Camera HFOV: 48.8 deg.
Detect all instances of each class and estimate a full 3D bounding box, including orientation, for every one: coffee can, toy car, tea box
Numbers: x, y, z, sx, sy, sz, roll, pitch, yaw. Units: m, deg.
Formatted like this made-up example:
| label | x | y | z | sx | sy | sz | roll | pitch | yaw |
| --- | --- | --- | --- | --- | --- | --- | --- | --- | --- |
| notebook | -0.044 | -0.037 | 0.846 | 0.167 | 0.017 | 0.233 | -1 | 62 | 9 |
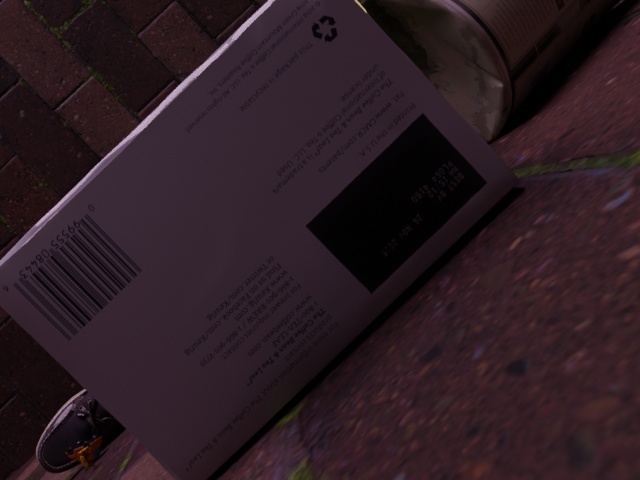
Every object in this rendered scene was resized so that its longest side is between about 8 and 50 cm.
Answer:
| label | x | y | z | sx | sy | sz | roll | pitch | yaw |
| --- | --- | --- | --- | --- | --- | --- | --- | --- | --- |
| coffee can | 0.195 | -0.263 | 0.792 | 0.275 | 0.201 | 0.201 | -46 | 6 | -23 |
| toy car | -0.380 | 0.347 | 1.119 | 0.060 | 0.040 | 0.122 | -23 | 1 | -6 |
| tea box | -0.055 | -0.019 | 0.639 | 0.329 | 0.220 | 0.323 | -44 | 5 | 0 |

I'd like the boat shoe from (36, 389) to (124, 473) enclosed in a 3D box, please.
| label | x | y | z | sx | sy | sz | roll | pitch | yaw |
| --- | --- | --- | --- | --- | --- | --- | --- | --- | --- |
| boat shoe | -0.373 | 0.288 | 1.230 | 0.285 | 0.103 | 0.092 | -39 | -1 | -20 |
